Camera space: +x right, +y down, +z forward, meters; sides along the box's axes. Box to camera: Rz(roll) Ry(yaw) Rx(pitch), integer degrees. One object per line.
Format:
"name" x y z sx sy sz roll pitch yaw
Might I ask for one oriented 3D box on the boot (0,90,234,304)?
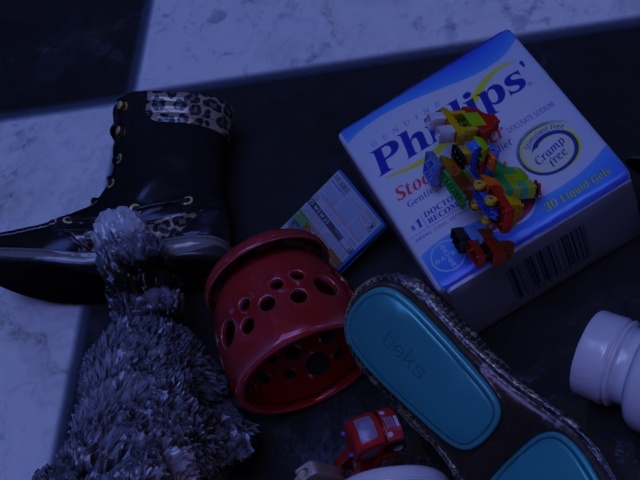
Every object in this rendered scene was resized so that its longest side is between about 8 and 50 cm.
"boot" -0.296 -0.065 1.648 0.377 0.138 0.284 -5 60 15

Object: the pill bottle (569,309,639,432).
"pill bottle" 0.396 0.159 1.240 0.229 0.131 0.131 20 70 30

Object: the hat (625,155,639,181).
"hat" 0.408 0.022 1.321 0.208 0.173 0.184 27 92 57

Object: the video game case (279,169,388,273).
"video game case" 0.000 0.000 1.542 0.166 0.015 0.119 -45 54 10

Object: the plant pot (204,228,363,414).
"plant pot" -0.046 0.096 1.415 0.191 0.191 0.174 -31 58 2

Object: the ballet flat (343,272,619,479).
"ballet flat" 0.213 0.223 1.239 0.164 0.182 0.483 -48 63 20

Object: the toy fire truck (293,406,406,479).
"toy fire truck" 0.017 0.269 1.325 0.135 0.192 0.047 -11 53 -19

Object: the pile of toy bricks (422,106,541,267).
"pile of toy bricks" 0.198 -0.062 1.303 0.105 0.118 0.212 -6 37 -14

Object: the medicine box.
"medicine box" 0.210 -0.073 1.443 0.263 0.149 0.289 -32 55 2

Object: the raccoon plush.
"raccoon plush" -0.260 0.162 1.344 0.216 0.299 0.446 -33 74 9

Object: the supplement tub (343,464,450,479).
"supplement tub" 0.089 0.359 1.237 0.144 0.144 0.200 -17 57 12
